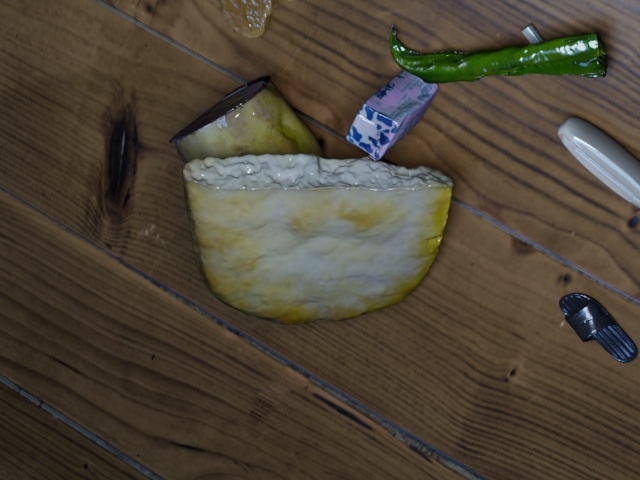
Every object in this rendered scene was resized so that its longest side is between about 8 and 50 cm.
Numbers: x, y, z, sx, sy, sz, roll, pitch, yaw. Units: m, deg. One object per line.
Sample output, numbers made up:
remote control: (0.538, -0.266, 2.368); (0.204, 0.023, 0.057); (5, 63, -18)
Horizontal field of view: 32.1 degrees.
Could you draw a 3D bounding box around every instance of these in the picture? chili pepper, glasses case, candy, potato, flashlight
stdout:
chili pepper: (0.261, -0.283, 1.718); (0.359, 0.076, 0.085); (6, 148, 29)
glasses case: (0.452, -0.116, 1.718); (0.204, 0.081, 0.051); (41, 124, 4)
candy: (0.114, -0.205, 1.792); (0.073, 0.160, 0.092); (36, 133, 9)
potato: (-0.100, -0.130, 1.921); (0.229, 0.229, 0.266); (-23, 112, 34)
flashlight: (0.342, -0.295, 1.714); (0.018, 0.018, 0.083); (-36, 97, 36)

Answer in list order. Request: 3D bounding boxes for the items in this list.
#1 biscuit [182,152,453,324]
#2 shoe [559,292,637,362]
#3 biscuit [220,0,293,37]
biscuit: (0.000, -0.001, 1.884); (0.429, 0.104, 0.446); (-6, 144, -4)
shoe: (0.467, 0.154, 1.875); (0.159, 0.053, 0.062); (42, 130, -3)
biscuit: (-0.125, -0.515, 1.810); (0.269, 0.051, 0.376); (8, 120, 20)
